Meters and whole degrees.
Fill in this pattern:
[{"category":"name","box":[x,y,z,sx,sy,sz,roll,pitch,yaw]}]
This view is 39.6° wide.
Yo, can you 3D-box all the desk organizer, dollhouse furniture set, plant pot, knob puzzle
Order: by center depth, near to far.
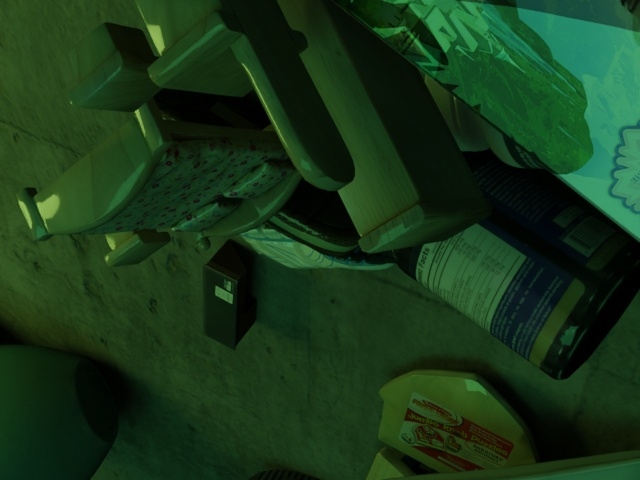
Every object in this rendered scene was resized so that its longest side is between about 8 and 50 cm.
[{"category":"dollhouse furniture set","box":[-0.089,-0.007,0.623,0.356,0.303,0.173,-32,77,28]},{"category":"knob puzzle","box":[0.156,0.200,0.982,0.213,0.030,0.213,22,139,21]},{"category":"desk organizer","box":[-0.104,0.064,1.034,0.047,0.050,0.130,26,140,16]},{"category":"plant pot","box":[-0.427,0.278,1.358,0.196,0.290,0.290,-22,120,6]}]

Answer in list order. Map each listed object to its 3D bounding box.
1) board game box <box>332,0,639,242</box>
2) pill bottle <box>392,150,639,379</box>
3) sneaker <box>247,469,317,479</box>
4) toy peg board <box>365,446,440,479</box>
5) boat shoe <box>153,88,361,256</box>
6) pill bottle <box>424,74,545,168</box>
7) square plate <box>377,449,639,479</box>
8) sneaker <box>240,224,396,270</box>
[{"category":"board game box","box":[0.177,-0.193,0.451,0.318,0.066,0.318,38,117,1]},{"category":"pill bottle","box":[0.137,0.001,0.713,0.219,0.123,0.122,37,144,24]},{"category":"sneaker","box":[0.028,0.430,1.245,0.319,0.112,0.131,18,135,26]},{"category":"toy peg board","box":[0.138,0.335,1.109,0.161,0.079,0.161,41,143,23]},{"category":"boat shoe","box":[-0.063,-0.067,0.851,0.257,0.095,0.095,40,149,13]},{"category":"pill bottle","box":[0.168,-0.103,0.611,0.180,0.108,0.108,3,129,36]},{"category":"square plate","box":[0.235,0.345,0.961,0.347,0.049,0.344,-10,126,13]},{"category":"sneaker","box":[0.000,0.000,0.890,0.191,0.071,0.083,15,149,31]}]
